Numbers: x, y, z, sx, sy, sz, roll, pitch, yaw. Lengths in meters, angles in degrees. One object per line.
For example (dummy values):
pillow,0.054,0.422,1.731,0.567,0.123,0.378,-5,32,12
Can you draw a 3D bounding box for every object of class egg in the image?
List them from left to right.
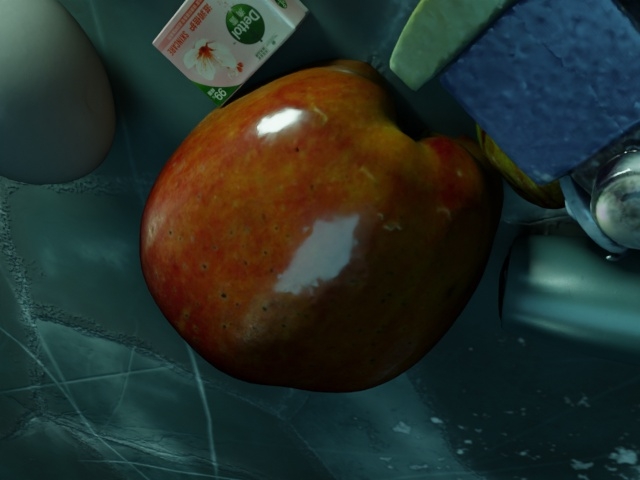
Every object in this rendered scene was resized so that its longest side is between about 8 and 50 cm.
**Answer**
egg,-0.301,-0.155,0.661,0.176,0.176,0.232,-18,128,32

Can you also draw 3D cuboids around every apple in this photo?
apple,0.000,0.000,0.713,0.329,0.295,0.365,0,144,-38

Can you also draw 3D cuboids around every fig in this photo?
fig,0.178,-0.102,0.575,0.154,0.103,0.109,54,170,-13

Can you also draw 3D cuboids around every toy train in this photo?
toy train,0.180,-0.132,0.423,0.202,0.299,0.131,45,131,-8

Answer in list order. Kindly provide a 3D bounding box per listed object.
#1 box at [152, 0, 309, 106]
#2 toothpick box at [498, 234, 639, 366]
box,-0.084,-0.196,0.632,0.089,0.043,0.125,42,130,-15
toothpick box,0.268,0.054,0.660,0.184,0.120,0.120,8,130,19
